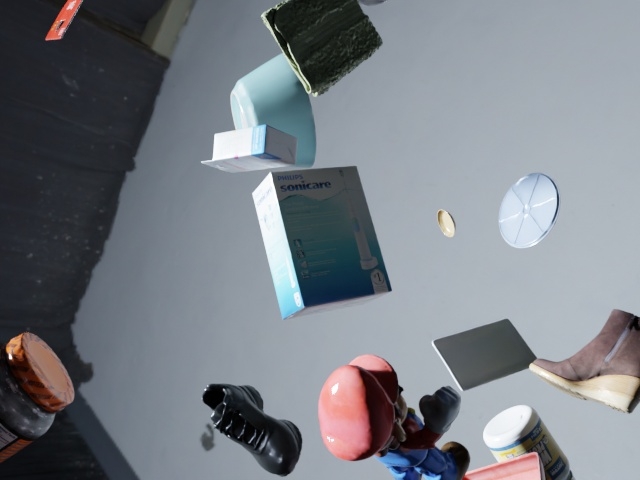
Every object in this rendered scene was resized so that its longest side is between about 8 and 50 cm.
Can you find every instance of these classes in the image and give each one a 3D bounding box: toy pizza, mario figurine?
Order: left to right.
[{"bbox_3d":[0.116,0.258,0.920,0.198,0.320,0.170,-32,43,8],"label":"mario figurine"},{"bbox_3d":[0.542,-0.076,1.596,0.201,0.032,0.201,-40,42,49],"label":"toy pizza"}]

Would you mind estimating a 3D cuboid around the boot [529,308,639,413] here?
[{"bbox_3d":[0.607,0.247,1.358,0.248,0.090,0.207,15,72,46],"label":"boot"}]

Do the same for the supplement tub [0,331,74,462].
[{"bbox_3d":[-0.656,0.332,1.156,0.338,0.207,0.207,-33,52,-9],"label":"supplement tub"}]

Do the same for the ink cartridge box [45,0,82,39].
[{"bbox_3d":[-0.511,-0.529,1.264,0.239,0.060,0.275,-59,33,-2],"label":"ink cartridge box"}]

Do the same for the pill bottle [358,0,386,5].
[{"bbox_3d":[0.089,-0.569,1.249,0.108,0.108,0.180,-37,50,29],"label":"pill bottle"}]

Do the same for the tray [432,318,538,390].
[{"bbox_3d":[0.410,0.286,1.544,0.145,0.270,0.030,61,144,30],"label":"tray"}]

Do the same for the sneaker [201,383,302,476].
[{"bbox_3d":[-0.148,0.375,1.242,0.286,0.130,0.109,22,86,50],"label":"sneaker"}]

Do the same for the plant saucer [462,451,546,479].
[{"bbox_3d":[0.399,0.611,1.319,0.258,0.048,0.259,-46,28,49],"label":"plant saucer"}]

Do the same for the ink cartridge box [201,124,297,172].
[{"bbox_3d":[-0.151,-0.189,1.297,0.181,0.104,0.061,-3,80,35],"label":"ink cartridge box"}]

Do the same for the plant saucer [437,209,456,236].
[{"bbox_3d":[0.360,-0.051,1.753,0.015,0.083,0.083,-23,57,-15],"label":"plant saucer"}]

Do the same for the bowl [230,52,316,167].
[{"bbox_3d":[-0.138,-0.327,1.650,0.311,0.163,0.311,165,90,-77],"label":"bowl"}]

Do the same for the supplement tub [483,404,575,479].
[{"bbox_3d":[0.499,0.513,1.476,0.144,0.144,0.199,-34,90,30],"label":"supplement tub"}]

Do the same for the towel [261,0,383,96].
[{"bbox_3d":[0.008,-0.239,0.713,0.027,0.148,0.110,-15,113,52],"label":"towel"}]

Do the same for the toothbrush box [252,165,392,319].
[{"bbox_3d":[0.000,0.000,1.332,0.126,0.216,0.295,-36,66,59],"label":"toothbrush box"}]
